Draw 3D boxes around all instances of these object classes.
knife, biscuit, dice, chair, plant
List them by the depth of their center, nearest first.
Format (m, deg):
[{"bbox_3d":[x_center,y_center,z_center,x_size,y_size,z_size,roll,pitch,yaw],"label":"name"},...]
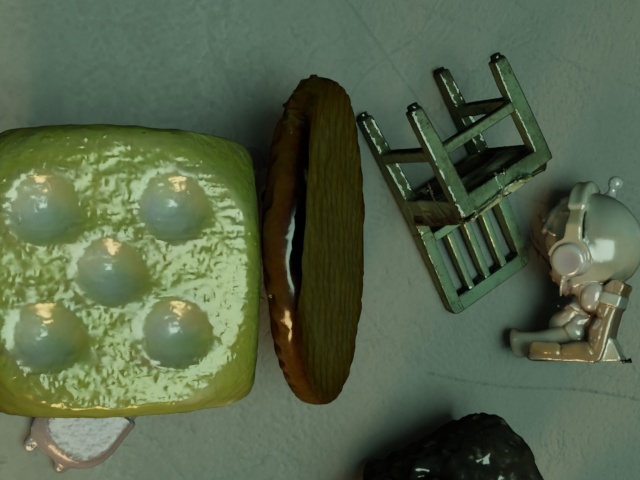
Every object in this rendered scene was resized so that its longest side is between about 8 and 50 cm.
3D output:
[{"bbox_3d":[-0.174,0.027,0.829,0.226,0.238,0.233,0,88,-12],"label":"dice"},{"bbox_3d":[0.000,0.000,0.914,0.040,0.318,0.318,1,95,14],"label":"biscuit"},{"bbox_3d":[-0.145,0.077,0.978,0.132,0.038,0.399,43,78,-18],"label":"knife"},{"bbox_3d":[0.137,0.308,1.042,0.234,0.204,0.178,-31,97,-30],"label":"plant"},{"bbox_3d":[0.174,-0.054,1.051,0.136,0.147,0.270,-31,105,-19],"label":"chair"}]

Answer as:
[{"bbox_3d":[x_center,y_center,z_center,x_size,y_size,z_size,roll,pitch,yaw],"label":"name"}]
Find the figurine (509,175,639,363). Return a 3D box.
[{"bbox_3d":[0.314,0.037,1.137,0.162,0.141,0.237,7,89,-61],"label":"figurine"}]
